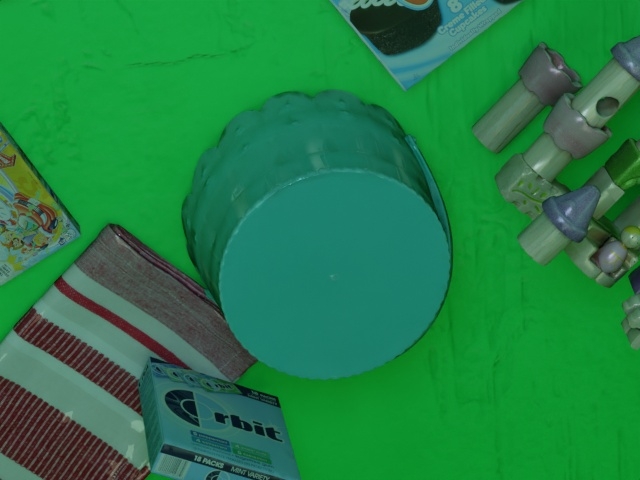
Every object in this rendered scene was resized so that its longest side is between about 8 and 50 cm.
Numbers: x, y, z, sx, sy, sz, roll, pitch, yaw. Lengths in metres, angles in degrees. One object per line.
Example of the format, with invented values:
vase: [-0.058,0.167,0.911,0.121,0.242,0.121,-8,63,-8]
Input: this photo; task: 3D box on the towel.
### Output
towel: [-0.245,0.162,2.175,0.237,0.037,0.329,37,104,-24]

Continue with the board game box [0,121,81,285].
board game box: [-0.335,-0.039,2.060,0.103,0.026,0.154,-32,118,6]

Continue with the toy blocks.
toy blocks: [0.358,-0.072,2.023,0.289,0.309,0.260,36,111,-25]

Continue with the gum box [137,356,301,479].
gum box: [-0.109,0.204,2.095,0.157,0.184,0.041,18,111,-18]

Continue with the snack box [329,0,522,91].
snack box: [0.153,-0.320,1.998,0.322,0.060,0.187,-38,118,9]

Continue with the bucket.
bucket: [0.000,0.000,2.059,0.281,0.183,0.281,-5,117,-9]
